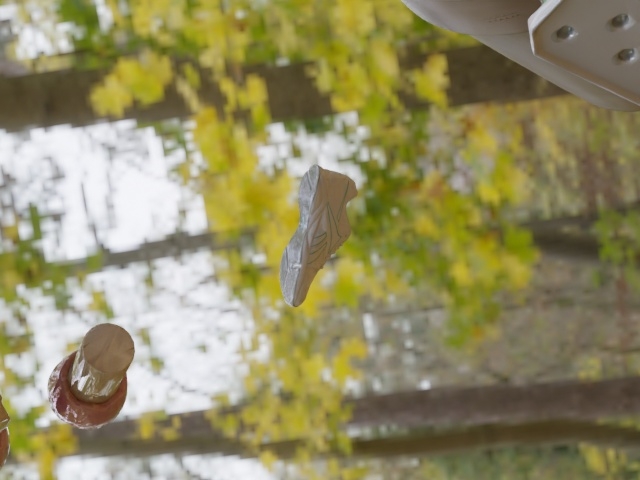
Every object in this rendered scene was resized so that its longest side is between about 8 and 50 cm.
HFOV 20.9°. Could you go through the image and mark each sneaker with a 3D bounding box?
[{"bbox_3d":[0.000,0.000,1.817,0.054,0.061,0.152,33,108,62],"label":"sneaker"}]

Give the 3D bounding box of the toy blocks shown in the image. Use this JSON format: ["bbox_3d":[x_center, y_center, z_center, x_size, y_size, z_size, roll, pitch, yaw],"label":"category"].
[{"bbox_3d":[-0.352,0.086,1.406,0.288,0.309,0.260,58,156,11],"label":"toy blocks"}]

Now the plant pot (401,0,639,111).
[{"bbox_3d":[0.228,-0.257,1.446,0.280,0.323,0.323,42,-147,-43],"label":"plant pot"}]

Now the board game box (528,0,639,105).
[{"bbox_3d":[0.374,-0.175,0.940,0.390,0.390,0.050,-46,36,37],"label":"board game box"}]
